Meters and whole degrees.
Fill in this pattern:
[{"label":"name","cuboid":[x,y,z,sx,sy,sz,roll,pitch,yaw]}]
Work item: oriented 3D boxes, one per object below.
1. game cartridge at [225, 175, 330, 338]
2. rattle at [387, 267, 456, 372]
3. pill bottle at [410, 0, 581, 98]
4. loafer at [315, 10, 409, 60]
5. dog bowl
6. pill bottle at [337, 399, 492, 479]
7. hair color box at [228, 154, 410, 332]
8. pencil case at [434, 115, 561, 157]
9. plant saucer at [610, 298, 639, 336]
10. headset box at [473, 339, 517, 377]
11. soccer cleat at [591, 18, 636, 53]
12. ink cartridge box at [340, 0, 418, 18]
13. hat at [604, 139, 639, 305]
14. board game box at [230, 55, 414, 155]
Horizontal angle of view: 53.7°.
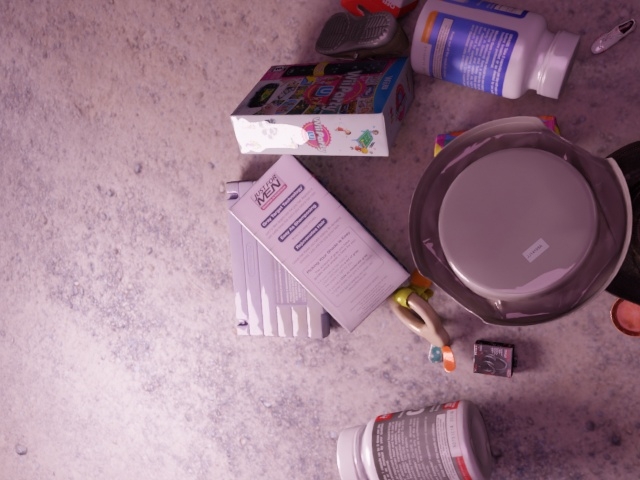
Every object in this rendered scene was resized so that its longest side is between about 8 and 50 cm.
[{"label":"game cartridge","cuboid":[-0.090,0.039,1.412,0.230,0.068,0.355,-2,96,19]},{"label":"rattle","cuboid":[0.240,0.148,1.299,0.200,0.143,0.130,45,144,-4]},{"label":"pill bottle","cuboid":[0.314,-0.345,1.142,0.272,0.152,0.152,22,104,19]},{"label":"loafer","cuboid":[0.078,-0.387,1.239,0.251,0.087,0.094,27,91,54]},{"label":"dog bowl","cuboid":[0.326,-0.025,1.049,0.348,0.102,0.349,-6,75,25]},{"label":"pill bottle","cuboid":[0.187,0.427,1.284,0.283,0.161,0.161,-17,89,24]},{"label":"hair color box","cuboid":[0.000,0.000,1.287,0.174,0.105,0.347,-44,92,6]},{"label":"pencil case","cuboid":[0.329,-0.169,1.190,0.236,0.104,0.105,-6,94,26]},{"label":"plant saucer","cuboid":[0.579,0.136,1.163,0.083,0.013,0.084,3,98,22]},{"label":"headset box","cuboid":[0.350,0.236,1.261,0.083,0.032,0.062,5,98,24]},{"label":"soccer cleat","cuboid":[0.517,-0.362,1.117,0.083,0.035,0.029,-32,84,23]},{"label":"ink cartridge box","cuboid":[0.136,-0.526,1.205,0.134,0.078,0.231,40,142,14]},{"label":"hat","cuboid":[0.599,-0.020,1.028,0.331,0.134,0.332,0,94,6]},{"label":"board game box","cuboid":[0.010,-0.262,1.235,0.303,0.224,0.098,4,132,21]}]
